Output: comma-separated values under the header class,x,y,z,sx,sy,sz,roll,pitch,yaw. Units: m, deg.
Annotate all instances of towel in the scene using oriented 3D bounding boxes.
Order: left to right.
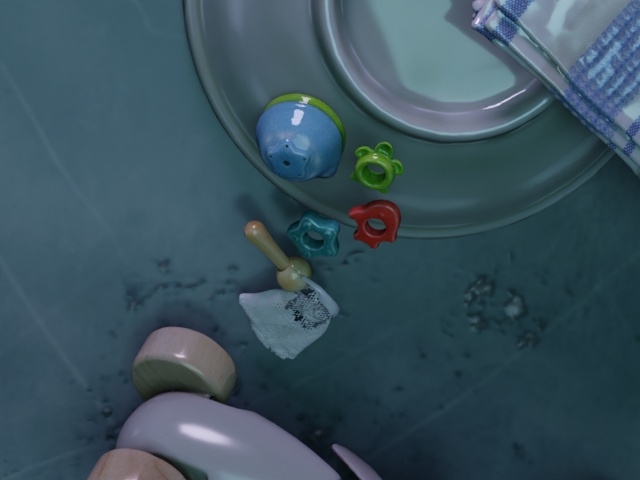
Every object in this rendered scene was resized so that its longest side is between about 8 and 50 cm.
class,x,y,z,sx,sy,sz,roll,pitch,yaw
towel,0.274,-0.147,1.018,0.285,0.034,0.209,40,97,-15

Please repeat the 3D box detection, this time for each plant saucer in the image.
class,x,y,z,sx,sy,sz,roll,pitch,yaw
plant saucer,0.097,-0.186,1.056,0.400,0.100,0.400,-2,104,-6

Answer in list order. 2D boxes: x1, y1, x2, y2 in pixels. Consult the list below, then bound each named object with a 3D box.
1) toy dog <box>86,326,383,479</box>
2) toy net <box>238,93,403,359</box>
class,x,y,z,sx,sy,sz,roll,pitch,yaw
toy dog,-0.038,0.218,1.102,0.334,0.161,0.220,40,55,14
toy net,0.000,0.000,1.082,0.122,0.045,0.232,14,130,8
